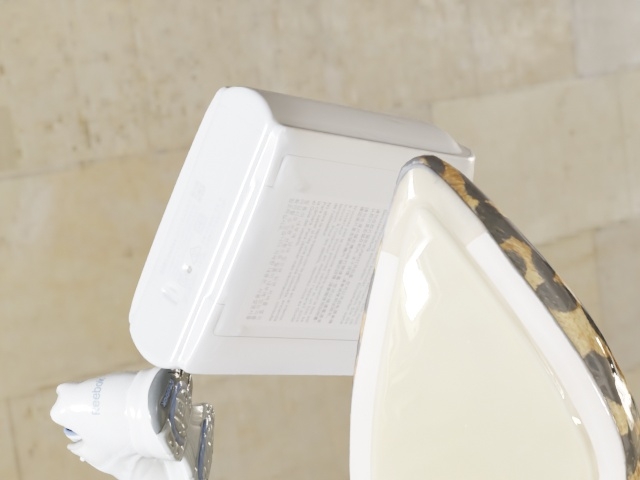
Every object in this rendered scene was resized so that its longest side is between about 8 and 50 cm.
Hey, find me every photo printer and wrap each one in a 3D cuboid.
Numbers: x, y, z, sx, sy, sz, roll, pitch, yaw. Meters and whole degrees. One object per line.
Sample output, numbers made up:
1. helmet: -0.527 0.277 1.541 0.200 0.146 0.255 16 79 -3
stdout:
1. photo printer: 0.000 0.000 1.426 0.307 0.256 0.107 5 -156 -46

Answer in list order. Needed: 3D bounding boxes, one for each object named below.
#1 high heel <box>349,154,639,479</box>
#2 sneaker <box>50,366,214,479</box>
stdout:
1. high heel: 0.084 0.070 0.564 0.093 0.261 0.186 -11 -162 22
2. sneaker: -0.178 0.193 1.566 0.129 0.111 0.297 3 151 8
